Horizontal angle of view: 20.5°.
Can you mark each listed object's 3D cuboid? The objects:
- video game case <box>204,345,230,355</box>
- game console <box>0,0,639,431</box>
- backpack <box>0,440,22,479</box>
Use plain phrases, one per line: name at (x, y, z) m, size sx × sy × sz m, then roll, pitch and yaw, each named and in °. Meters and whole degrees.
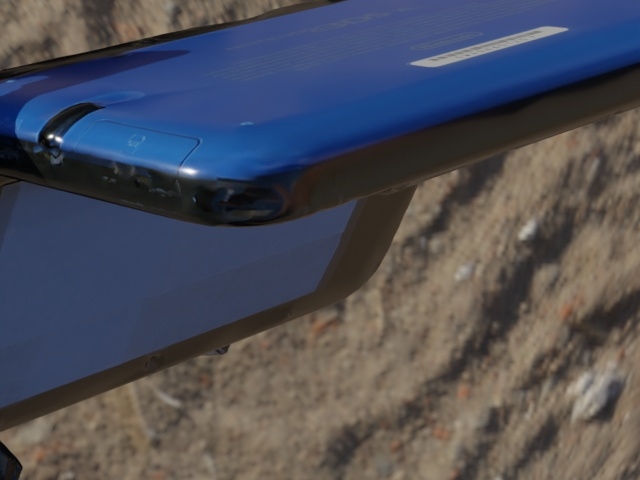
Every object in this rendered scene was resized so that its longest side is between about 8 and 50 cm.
video game case at (-0.208, 0.020, 1.215) m, size 0.274 × 0.196 × 0.026 m, roll -7°, pitch 49°, yaw 49°
game console at (0.000, 0.000, 0.685) m, size 0.250 × 0.293 × 0.173 m, roll 14°, pitch 115°, yaw 44°
backpack at (-0.270, 0.195, 1.121) m, size 0.152 × 0.115 × 0.182 m, roll 32°, pitch 64°, yaw -13°
